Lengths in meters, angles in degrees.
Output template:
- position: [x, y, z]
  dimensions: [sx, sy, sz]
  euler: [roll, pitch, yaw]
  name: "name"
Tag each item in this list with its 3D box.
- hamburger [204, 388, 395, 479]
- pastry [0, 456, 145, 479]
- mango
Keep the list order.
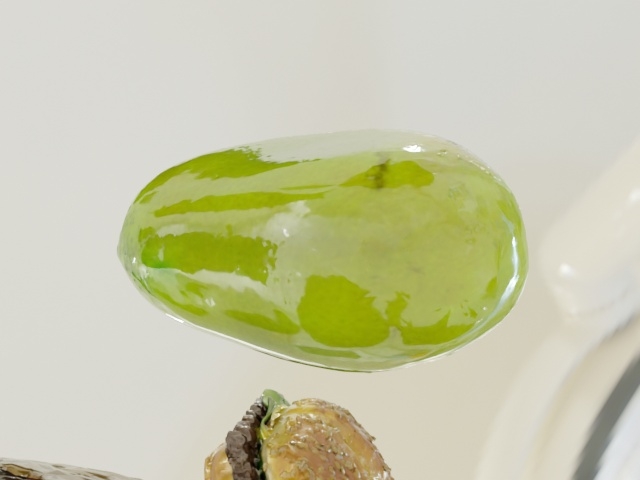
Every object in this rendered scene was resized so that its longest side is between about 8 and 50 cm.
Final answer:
- position: [0.004, 0.162, 1.066]
  dimensions: [0.137, 0.087, 0.166]
  euler: [-44, -67, -72]
  name: "hamburger"
- position: [-0.131, 0.216, 0.597]
  dimensions: [0.356, 0.164, 0.356]
  euler: [-15, -44, -15]
  name: "pastry"
- position: [0.004, -0.003, 0.742]
  dimensions: [0.117, 0.163, 0.089]
  euler: [-36, -50, -45]
  name: "mango"
